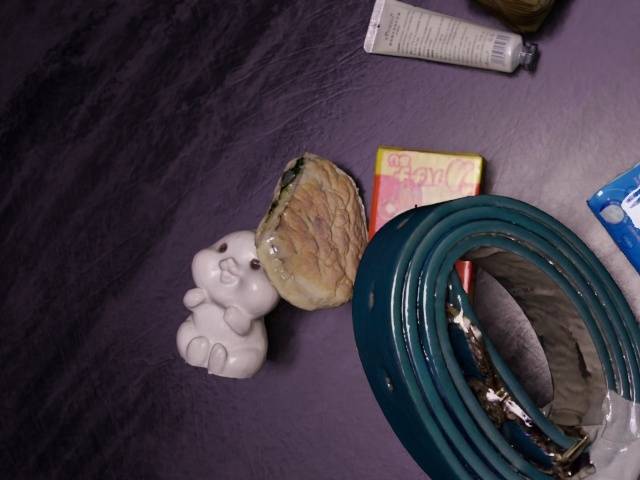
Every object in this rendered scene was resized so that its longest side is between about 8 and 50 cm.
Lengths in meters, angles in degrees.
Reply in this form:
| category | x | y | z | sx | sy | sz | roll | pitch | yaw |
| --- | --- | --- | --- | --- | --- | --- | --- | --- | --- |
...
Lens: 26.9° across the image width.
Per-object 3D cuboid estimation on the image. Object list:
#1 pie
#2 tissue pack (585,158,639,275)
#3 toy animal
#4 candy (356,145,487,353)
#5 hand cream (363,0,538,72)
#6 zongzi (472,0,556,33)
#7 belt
| category | x | y | z | sx | sy | sz | roll | pitch | yaw |
| --- | --- | --- | --- | --- | --- | --- | --- | --- | --- |
| pie | 0.003 | -0.001 | 1.750 | 0.185 | 0.218 | 0.052 | 43 | 135 | -21 |
| tissue pack | 0.482 | 0.001 | 1.637 | 0.198 | 0.146 | 0.263 | -36 | 81 | 13 |
| toy animal | -0.103 | 0.081 | 1.781 | 0.127 | 0.178 | 0.193 | 23 | 95 | 23 |
| candy | 0.135 | 0.019 | 1.760 | 0.146 | 0.088 | 0.276 | 4 | 89 | 14 |
| hand cream | 0.173 | -0.267 | 1.785 | 0.234 | 0.050 | 0.080 | 16 | 93 | 19 |
| zongzi | 0.222 | -0.456 | 1.739 | 0.300 | 0.138 | 0.286 | 30 | 92 | 23 |
| belt | 0.227 | 0.148 | 1.625 | 0.300 | 0.173 | 0.436 | -33 | 100 | -16 |
